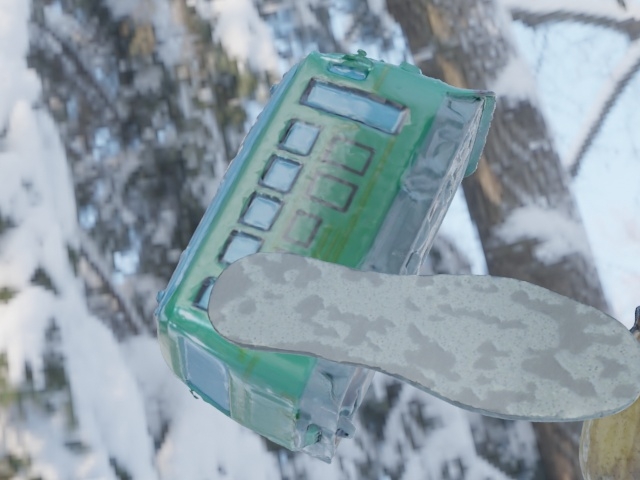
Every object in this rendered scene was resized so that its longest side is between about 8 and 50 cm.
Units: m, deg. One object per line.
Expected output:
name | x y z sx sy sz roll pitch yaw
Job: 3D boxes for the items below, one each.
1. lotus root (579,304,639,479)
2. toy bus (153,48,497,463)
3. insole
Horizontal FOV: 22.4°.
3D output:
lotus root | 0.188 0.111 0.930 0.072 0.152 0.063 20 14 34
toy bus | 0.000 0.000 1.403 0.199 0.344 0.183 23 -24 9
insole | 0.041 0.037 0.670 0.193 0.065 0.006 9 -36 23
